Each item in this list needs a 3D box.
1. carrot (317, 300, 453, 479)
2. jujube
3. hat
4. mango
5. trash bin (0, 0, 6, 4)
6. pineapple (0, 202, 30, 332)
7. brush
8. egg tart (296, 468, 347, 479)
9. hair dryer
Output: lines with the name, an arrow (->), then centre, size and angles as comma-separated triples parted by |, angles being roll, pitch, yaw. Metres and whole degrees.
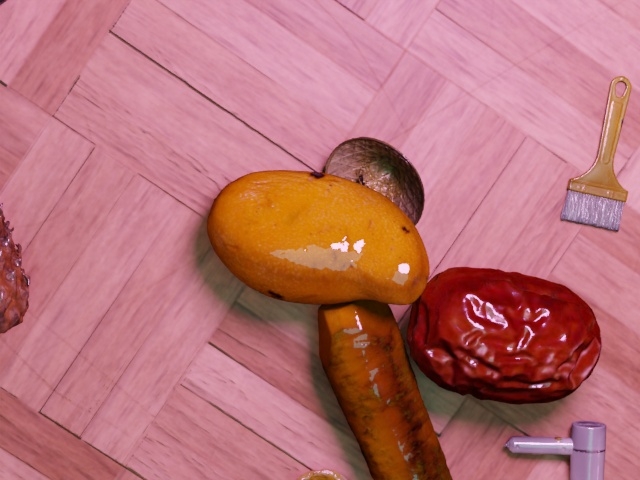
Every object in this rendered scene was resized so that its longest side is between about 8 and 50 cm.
carrot -> 0.081, 0.211, 1.954 | 0.114, 0.114, 0.302 | -21, 99, -3
jujube -> 0.236, 0.124, 1.935 | 0.250, 0.174, 0.174 | 6, 95, -17
hat -> 0.083, -0.082, 1.954 | 0.146, 0.067, 0.146 | 15, 125, 23
mango -> -0.001, 0.002, 1.902 | 0.294, 0.120, 0.177 | 17, 65, 6
trash bin -> -0.448, -0.385, 1.689 | 0.280, 0.432, 0.280 | -1, 96, -6
pineapple -> -0.484, -0.045, 1.843 | 0.202, 0.202, 0.362 | -13, 89, -4
brush -> 0.383, -0.120, 2.000 | 0.083, 0.011, 0.205 | 12, 93, -5
egg tart -> 0.003, 0.351, 1.992 | 0.105, 0.039, 0.105 | 0, 95, -5
hair dryer -> 0.315, 0.285, 2.015 | 0.137, 0.047, 0.082 | 3, 96, 0
